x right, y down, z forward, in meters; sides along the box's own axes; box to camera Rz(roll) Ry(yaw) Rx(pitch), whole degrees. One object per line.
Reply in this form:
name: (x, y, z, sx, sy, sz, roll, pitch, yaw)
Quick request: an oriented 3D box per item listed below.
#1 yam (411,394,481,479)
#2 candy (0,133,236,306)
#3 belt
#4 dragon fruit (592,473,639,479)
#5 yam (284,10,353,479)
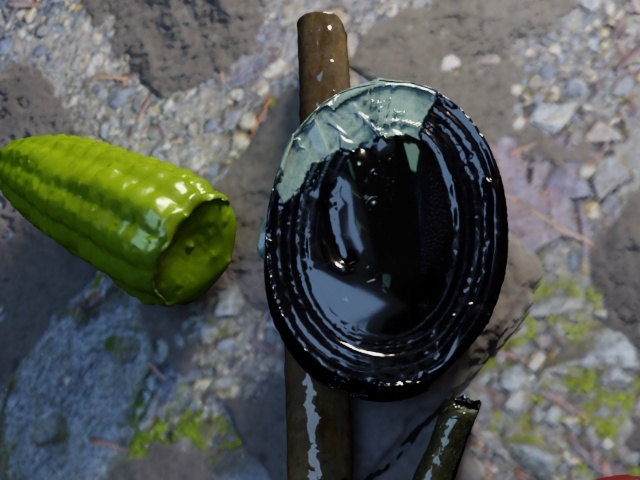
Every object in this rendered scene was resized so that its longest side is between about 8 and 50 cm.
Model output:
yam: (0.063, 0.154, 0.689, 0.033, 0.027, 0.129, 18, 81, 26)
candy: (-0.158, -0.026, 0.806, 0.209, 0.097, 0.097, 24, 85, 30)
belt: (0.036, -0.003, 0.696, 0.151, 0.078, 0.198, 7, 74, 0)
dragon fruit: (0.135, 0.254, 0.475, 0.329, 0.329, 0.329, -7, 72, 22)
yam: (0.000, 0.000, 0.755, 0.045, 0.045, 0.327, -22, 62, 49)
